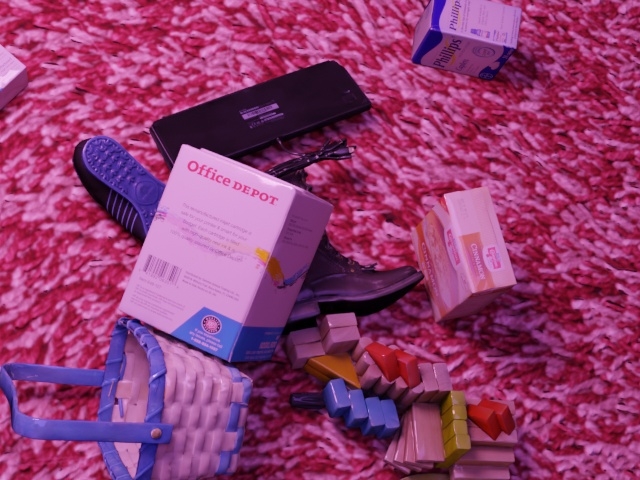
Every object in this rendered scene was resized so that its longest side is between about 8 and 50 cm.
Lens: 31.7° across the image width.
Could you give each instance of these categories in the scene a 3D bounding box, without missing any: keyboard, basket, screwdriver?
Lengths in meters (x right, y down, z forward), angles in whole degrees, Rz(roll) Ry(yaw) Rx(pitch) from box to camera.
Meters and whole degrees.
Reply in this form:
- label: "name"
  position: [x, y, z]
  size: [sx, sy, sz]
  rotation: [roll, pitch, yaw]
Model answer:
- label: "keyboard"
  position: [-0.071, -0.154, 1.642]
  size: [0.317, 0.033, 0.201]
  rotation: [-22, 53, -15]
- label: "basket"
  position: [-0.246, 0.205, 1.404]
  size: [0.288, 0.255, 0.201]
  rotation: [11, 96, -21]
- label: "screwdriver"
  position: [0.038, 0.229, 1.585]
  size: [0.169, 0.025, 0.024]
  rotation: [6, 72, -18]

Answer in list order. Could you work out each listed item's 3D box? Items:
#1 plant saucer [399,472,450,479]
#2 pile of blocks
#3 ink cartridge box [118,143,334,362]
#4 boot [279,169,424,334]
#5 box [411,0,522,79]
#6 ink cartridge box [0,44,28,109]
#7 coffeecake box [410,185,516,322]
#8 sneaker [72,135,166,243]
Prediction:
- label: "plant saucer"
  position: [0.206, 0.374, 1.474]
  size: [0.241, 0.241, 0.037]
  rotation: [11, 102, -7]
- label: "pile of blocks"
  position: [0.116, 0.216, 1.532]
  size: [0.362, 0.113, 0.149]
  rotation: [26, 56, -2]
- label: "ink cartridge box"
  position: [-0.118, 0.019, 1.473]
  size: [0.171, 0.168, 0.233]
  rotation: [23, 92, 18]
- label: "boot"
  position: [0.000, 0.000, 1.607]
  size: [0.263, 0.091, 0.229]
  rotation: [-13, 72, -18]
- label: "box"
  position: [0.220, -0.312, 1.718]
  size: [0.137, 0.126, 0.072]
  rotation: [12, 74, -6]
- label: "ink cartridge box"
  position: [-0.519, -0.259, 1.599]
  size: [0.181, 0.061, 0.104]
  rotation: [40, 71, 3]
- label: "coffeecake box"
  position: [0.197, 0.023, 1.582]
  size: [0.068, 0.185, 0.142]
  rotation: [-11, 76, -14]
- label: "sneaker"
  position: [-0.256, -0.054, 1.585]
  size: [0.081, 0.090, 0.232]
  rotation: [-45, 107, -20]
